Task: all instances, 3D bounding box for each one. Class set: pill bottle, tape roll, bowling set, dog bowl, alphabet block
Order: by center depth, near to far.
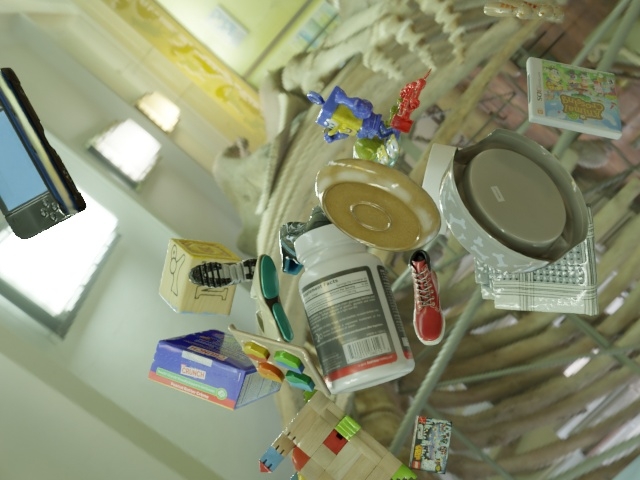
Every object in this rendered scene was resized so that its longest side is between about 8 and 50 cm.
[{"bbox_3d":[0.417,-0.082,1.598,0.348,0.102,0.349,12,-126,-18],"label":"dog bowl"},{"bbox_3d":[0.069,0.153,1.671,0.210,0.210,0.363,24,-132,-65],"label":"pill bottle"},{"bbox_3d":[0.569,-0.694,1.954,0.154,0.200,0.287,17,-153,28],"label":"bowling set"},{"bbox_3d":[0.381,-0.165,2.314,0.100,0.286,0.286,11,-176,10],"label":"tape roll"},{"bbox_3d":[-0.392,0.118,2.349,0.193,0.197,0.192,7,-166,-35],"label":"alphabet block"}]

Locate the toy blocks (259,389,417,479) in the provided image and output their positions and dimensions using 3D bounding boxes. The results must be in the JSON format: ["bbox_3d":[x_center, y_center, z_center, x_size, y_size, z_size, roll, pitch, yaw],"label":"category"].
[{"bbox_3d":[0.019,0.585,1.889,0.381,0.261,0.191,40,170,7],"label":"toy blocks"}]

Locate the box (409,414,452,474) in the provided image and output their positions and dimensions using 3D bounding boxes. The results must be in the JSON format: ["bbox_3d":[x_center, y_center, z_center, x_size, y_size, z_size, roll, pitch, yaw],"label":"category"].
[{"bbox_3d":[0.287,0.532,1.882,0.093,0.137,0.027,10,170,-5],"label":"box"}]

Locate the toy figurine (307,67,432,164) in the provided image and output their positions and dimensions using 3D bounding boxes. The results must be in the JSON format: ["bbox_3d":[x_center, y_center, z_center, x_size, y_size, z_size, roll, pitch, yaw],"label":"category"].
[{"bbox_3d":[0.076,-0.289,1.592,0.217,0.191,0.362,22,174,-5],"label":"toy figurine"}]

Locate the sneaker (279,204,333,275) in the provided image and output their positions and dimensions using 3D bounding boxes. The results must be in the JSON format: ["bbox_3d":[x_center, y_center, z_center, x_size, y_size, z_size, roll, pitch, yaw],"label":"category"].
[{"bbox_3d":[0.000,0.000,1.912,0.125,0.140,0.341,14,159,-26],"label":"sneaker"}]

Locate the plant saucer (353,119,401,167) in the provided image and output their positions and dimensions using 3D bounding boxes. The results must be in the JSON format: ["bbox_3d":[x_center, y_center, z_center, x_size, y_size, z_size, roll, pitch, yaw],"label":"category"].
[{"bbox_3d":[0.166,-0.291,2.273,0.037,0.195,0.195,17,-155,-44],"label":"plant saucer"}]

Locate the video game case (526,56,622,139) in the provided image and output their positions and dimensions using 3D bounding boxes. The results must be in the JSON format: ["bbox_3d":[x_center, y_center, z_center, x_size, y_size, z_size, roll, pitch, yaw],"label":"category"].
[{"bbox_3d":[0.582,-0.330,1.665,0.212,0.193,0.023,11,148,-4],"label":"video game case"}]

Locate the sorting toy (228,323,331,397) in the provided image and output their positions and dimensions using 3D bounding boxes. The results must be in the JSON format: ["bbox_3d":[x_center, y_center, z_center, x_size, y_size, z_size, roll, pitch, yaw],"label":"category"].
[{"bbox_3d":[-0.089,0.263,1.544,0.208,0.038,0.193,15,150,28],"label":"sorting toy"}]

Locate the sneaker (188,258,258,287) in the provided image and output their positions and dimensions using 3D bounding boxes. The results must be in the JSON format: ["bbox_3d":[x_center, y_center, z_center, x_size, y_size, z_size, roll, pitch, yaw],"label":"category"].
[{"bbox_3d":[-0.288,0.102,2.122,0.234,0.106,0.078,-6,-99,-35],"label":"sneaker"}]

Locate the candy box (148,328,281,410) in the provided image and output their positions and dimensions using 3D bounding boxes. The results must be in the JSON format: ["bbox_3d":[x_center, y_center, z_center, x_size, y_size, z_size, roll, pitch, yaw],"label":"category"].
[{"bbox_3d":[-0.271,0.350,2.007,0.268,0.122,0.317,17,-177,19],"label":"candy box"}]

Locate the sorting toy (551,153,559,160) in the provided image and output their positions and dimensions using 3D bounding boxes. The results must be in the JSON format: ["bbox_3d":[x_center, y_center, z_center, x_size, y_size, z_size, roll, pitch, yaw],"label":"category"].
[{"bbox_3d":[0.633,-0.105,2.167,0.089,0.257,0.255,43,-151,-12],"label":"sorting toy"}]

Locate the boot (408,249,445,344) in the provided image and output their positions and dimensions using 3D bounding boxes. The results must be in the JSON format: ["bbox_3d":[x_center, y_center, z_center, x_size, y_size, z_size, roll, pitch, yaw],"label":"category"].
[{"bbox_3d":[0.286,0.153,2.004,0.176,0.088,0.244,65,-159,-48],"label":"boot"}]

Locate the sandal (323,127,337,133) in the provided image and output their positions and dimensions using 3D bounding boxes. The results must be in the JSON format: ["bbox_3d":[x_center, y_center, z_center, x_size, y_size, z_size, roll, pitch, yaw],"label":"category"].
[{"bbox_3d":[0.050,-0.352,2.166,0.049,0.072,0.180,7,-163,13],"label":"sandal"}]

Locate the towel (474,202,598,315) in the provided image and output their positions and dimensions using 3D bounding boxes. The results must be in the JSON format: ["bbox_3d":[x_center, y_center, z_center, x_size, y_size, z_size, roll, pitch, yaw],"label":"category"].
[{"bbox_3d":[0.551,0.044,1.889,0.056,0.324,0.312,-37,-58,-47],"label":"towel"}]

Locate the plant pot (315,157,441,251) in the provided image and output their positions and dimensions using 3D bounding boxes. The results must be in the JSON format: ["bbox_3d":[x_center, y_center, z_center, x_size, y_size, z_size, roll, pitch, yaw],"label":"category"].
[{"bbox_3d":[0.093,-0.051,1.260,0.236,0.032,0.236,20,149,13],"label":"plant pot"}]

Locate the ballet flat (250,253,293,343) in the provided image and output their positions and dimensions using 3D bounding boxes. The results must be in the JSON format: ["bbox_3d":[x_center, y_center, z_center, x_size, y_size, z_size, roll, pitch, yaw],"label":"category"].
[{"bbox_3d":[-0.143,0.162,1.895,0.086,0.086,0.249,12,-118,-74],"label":"ballet flat"}]

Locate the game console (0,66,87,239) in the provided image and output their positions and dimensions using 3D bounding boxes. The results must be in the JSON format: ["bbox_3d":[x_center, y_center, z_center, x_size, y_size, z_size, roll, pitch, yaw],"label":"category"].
[{"bbox_3d":[-0.559,-0.149,1.276,0.293,0.250,0.173,64,-157,-8],"label":"game console"}]
